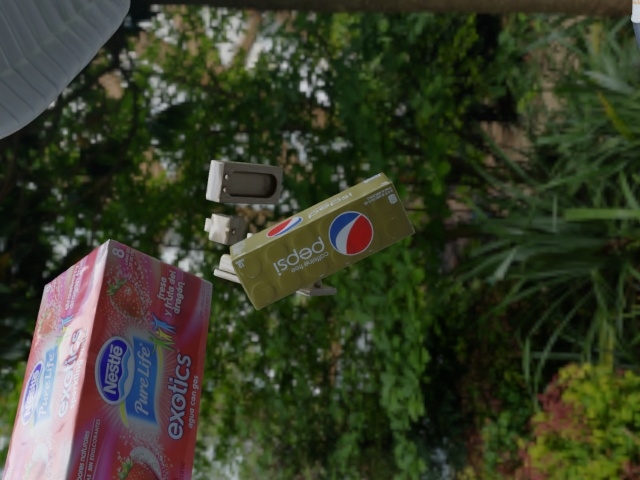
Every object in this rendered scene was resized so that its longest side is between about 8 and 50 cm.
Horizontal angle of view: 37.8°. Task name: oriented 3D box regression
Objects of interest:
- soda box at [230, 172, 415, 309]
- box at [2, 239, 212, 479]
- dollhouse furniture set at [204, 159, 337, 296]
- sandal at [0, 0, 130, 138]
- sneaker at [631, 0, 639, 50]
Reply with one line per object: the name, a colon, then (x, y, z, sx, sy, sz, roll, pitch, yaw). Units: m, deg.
soda box: (0.000, 0.000, 0.956, 0.061, 0.181, 0.058, 64, -179, -16)
box: (-0.228, 0.174, 1.000, 0.142, 0.154, 0.300, 27, -129, -33)
dollhouse furniture set: (-0.058, -0.014, 1.192, 0.144, 0.123, 0.151, 0, -78, -53)
sandal: (-0.316, -0.180, 0.887, 0.169, 0.102, 0.416, 52, -146, -9)
sneaker: (0.361, -0.201, 0.615, 0.126, 0.321, 0.128, -103, -12, -76)
